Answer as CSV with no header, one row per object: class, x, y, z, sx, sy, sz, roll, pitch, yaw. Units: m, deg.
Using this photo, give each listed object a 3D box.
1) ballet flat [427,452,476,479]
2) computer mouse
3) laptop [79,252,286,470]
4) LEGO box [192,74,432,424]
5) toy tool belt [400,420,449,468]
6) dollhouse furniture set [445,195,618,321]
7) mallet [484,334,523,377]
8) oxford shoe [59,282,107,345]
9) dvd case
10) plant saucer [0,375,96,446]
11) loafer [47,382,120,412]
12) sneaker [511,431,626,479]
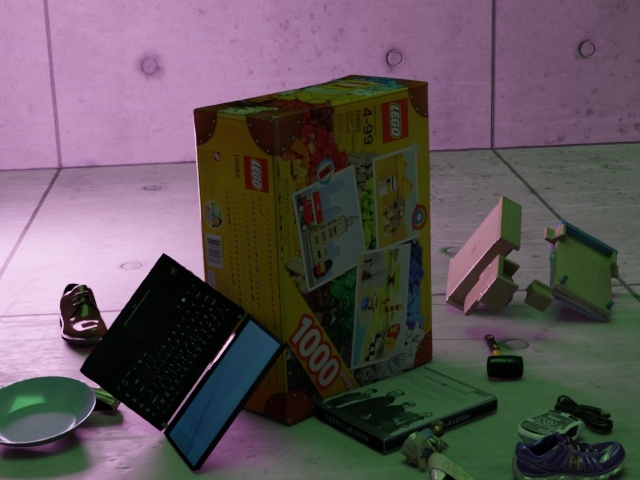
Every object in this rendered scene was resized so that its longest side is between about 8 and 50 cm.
ballet flat,0.185,0.339,1.686,0.052,0.057,0.168,-21,23,-25
computer mouse,0.360,0.286,1.872,0.106,0.042,0.193,18,20,39
laptop,-0.216,0.180,1.888,0.264,0.234,0.136,35,-3,8
LEGO box,0.000,0.000,2.064,0.193,0.500,0.372,13,23,42
toy tool belt,0.162,0.306,1.822,0.083,0.052,0.051,-20,55,-38
dollhouse furniture set,0.425,0.112,2.410,0.303,0.198,0.286,27,38,-10
mallet,0.304,0.200,2.179,0.062,0.039,0.190,-1,12,-9
oxford shoe,-0.459,0.138,2.354,0.082,0.096,0.227,-7,19,-25
dvd case,0.137,0.266,1.975,0.238,0.030,0.179,-13,20,-34
plant saucer,-0.450,0.279,1.949,0.194,0.037,0.195,-4,24,2
loafer,-0.391,0.261,2.025,0.125,0.045,0.039,2,23,4
sneaker,0.356,0.304,1.753,0.169,0.071,0.068,-5,17,-13
